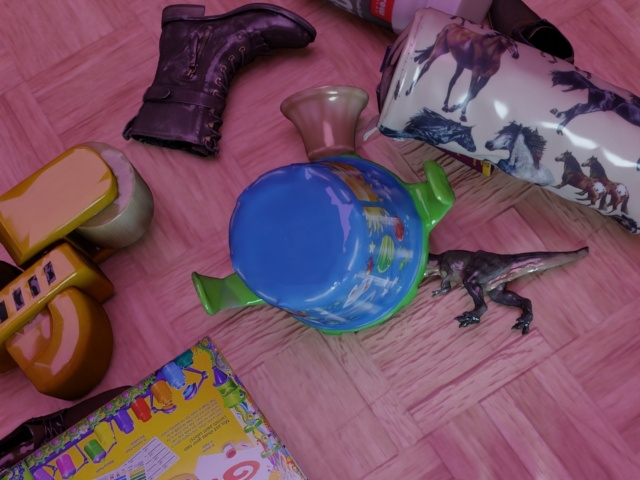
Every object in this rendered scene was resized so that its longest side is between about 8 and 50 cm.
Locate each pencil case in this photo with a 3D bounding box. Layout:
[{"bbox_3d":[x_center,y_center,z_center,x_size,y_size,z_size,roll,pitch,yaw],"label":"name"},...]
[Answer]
[{"bbox_3d":[0.267,-0.142,1.345,0.410,0.183,0.160,21,48,-6],"label":"pencil case"}]

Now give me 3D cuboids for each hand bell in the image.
[{"bbox_3d":[0.019,-0.078,1.464,0.126,0.126,0.242,-7,76,4],"label":"hand bell"}]

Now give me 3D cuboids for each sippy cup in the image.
[{"bbox_3d":[0.000,0.000,1.310,0.240,0.224,0.305,31,96,16],"label":"sippy cup"}]

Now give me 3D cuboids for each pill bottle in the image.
[{"bbox_3d":[0.101,-0.393,1.554,0.283,0.161,0.161,30,72,19],"label":"pill bottle"}]

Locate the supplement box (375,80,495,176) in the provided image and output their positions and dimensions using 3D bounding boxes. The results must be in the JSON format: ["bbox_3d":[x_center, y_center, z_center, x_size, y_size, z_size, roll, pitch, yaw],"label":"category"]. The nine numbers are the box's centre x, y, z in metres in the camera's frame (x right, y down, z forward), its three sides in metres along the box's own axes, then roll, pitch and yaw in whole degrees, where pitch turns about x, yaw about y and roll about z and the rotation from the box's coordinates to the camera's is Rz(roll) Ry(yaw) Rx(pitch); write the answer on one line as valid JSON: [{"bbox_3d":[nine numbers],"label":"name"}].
[{"bbox_3d":[0.183,-0.187,1.491,0.188,0.081,0.104,32,73,19],"label":"supplement box"}]

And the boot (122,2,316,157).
[{"bbox_3d":[-0.145,-0.226,1.562,0.263,0.091,0.229,3,71,13],"label":"boot"}]

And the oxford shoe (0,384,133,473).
[{"bbox_3d":[-0.324,0.250,1.348,0.227,0.096,0.083,-31,63,-9],"label":"oxford shoe"}]

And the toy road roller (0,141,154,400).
[{"bbox_3d":[-0.331,0.057,1.388,0.329,0.202,0.240,-39,78,-5],"label":"toy road roller"}]

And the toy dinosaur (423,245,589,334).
[{"bbox_3d":[0.222,0.058,1.386,0.268,0.064,0.118,-3,58,3],"label":"toy dinosaur"}]

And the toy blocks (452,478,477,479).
[{"bbox_3d":[0.206,0.360,1.248,0.123,0.054,0.148,3,66,9],"label":"toy blocks"}]

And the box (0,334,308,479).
[{"bbox_3d":[-0.163,0.322,1.246,0.290,0.177,0.279,-33,65,-9],"label":"box"}]

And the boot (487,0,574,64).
[{"bbox_3d":[0.304,-0.296,1.512,0.082,0.106,0.219,-26,65,-5],"label":"boot"}]
